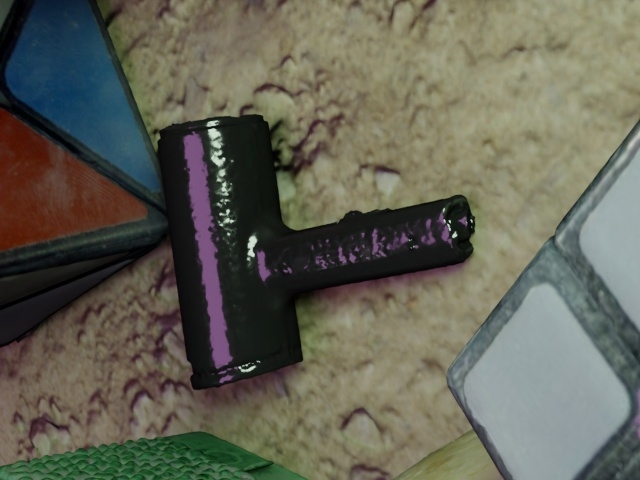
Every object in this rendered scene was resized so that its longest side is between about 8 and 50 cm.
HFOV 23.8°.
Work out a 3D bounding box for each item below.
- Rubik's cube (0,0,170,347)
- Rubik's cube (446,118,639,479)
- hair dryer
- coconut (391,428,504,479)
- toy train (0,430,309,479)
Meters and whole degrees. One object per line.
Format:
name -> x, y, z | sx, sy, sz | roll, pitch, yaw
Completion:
Rubik's cube -> -0.347, -0.058, 1.218 | 0.310, 0.307, 0.305 | -27, 83, 44
Rubik's cube -> 0.290, 0.067, 0.631 | 0.304, 0.301, 0.305 | -59, 46, 35
hair dryer -> 0.000, 0.000, 1.083 | 0.251, 0.089, 0.197 | -7, 92, 34
coconut -> 0.131, 0.208, 0.880 | 0.241, 0.241, 0.241 | 11, 106, 41
toy train -> -0.140, 0.261, 1.133 | 0.145, 0.266, 0.202 | 17, 103, 39
